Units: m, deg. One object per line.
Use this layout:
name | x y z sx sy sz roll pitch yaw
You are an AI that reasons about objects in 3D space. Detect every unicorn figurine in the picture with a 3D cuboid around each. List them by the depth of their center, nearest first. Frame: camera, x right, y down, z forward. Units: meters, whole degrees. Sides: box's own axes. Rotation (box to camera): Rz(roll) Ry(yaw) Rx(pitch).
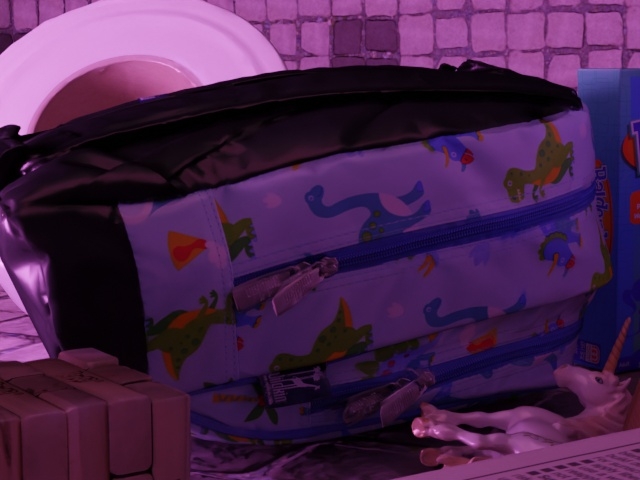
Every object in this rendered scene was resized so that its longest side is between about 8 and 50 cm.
unicorn figurine | 0.104 0.100 0.655 0.111 0.060 0.162 1 24 9

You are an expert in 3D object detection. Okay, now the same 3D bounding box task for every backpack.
backpack | 0.000 0.000 0.793 0.356 0.273 0.290 -25 11 -14

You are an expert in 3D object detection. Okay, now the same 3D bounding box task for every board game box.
board game box | 0.257 -0.020 0.930 0.160 0.210 0.047 -6 9 -29

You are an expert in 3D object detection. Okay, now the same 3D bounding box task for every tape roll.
tape roll | -0.149 -0.062 1.040 0.286 0.286 0.100 1 -32 12

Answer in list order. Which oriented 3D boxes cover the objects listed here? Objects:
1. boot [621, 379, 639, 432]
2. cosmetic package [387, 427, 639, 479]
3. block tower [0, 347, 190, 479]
boot | 0.271 0.073 0.544 0.220 0.283 0.109 25 44 -8
cosmetic package | 0.093 0.115 0.286 0.309 0.113 0.160 -4 8 -29
block tower | -0.198 0.108 0.448 0.335 0.097 0.091 -5 9 -35
